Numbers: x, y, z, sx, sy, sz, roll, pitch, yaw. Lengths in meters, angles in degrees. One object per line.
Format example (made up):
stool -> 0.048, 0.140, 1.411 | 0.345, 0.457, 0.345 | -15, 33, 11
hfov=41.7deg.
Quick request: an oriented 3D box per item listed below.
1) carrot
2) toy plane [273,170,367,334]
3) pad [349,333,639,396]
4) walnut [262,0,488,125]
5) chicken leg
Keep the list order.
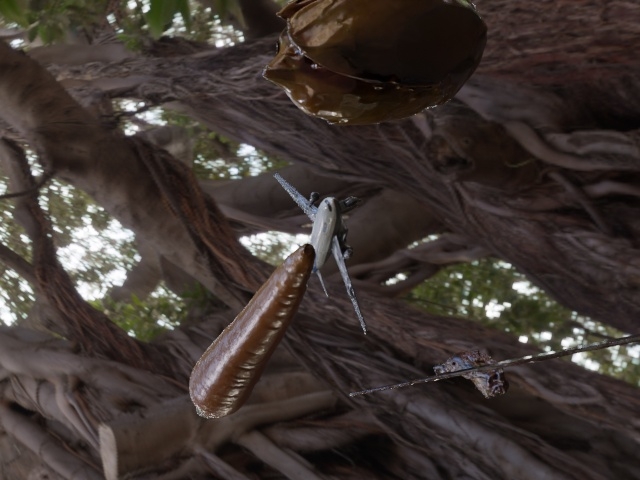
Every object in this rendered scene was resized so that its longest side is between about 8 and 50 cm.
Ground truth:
carrot -> -0.070, 0.096, 0.829 | 0.069, 0.336, 0.069 | 14, -131, -17
toy plane -> 0.003, -0.001, 0.961 | 0.058, 0.226, 0.226 | -23, -108, -25
pad -> 0.209, 0.077, 0.620 | 0.220, 0.330, 0.004 | 1, -106, -51
walnut -> 0.055, -0.170, 0.759 | 0.245, 0.137, 0.137 | -24, -72, -34
chicken leg -> 0.214, 0.186, 1.197 | 0.037, 0.145, 0.062 | -14, -70, -32
